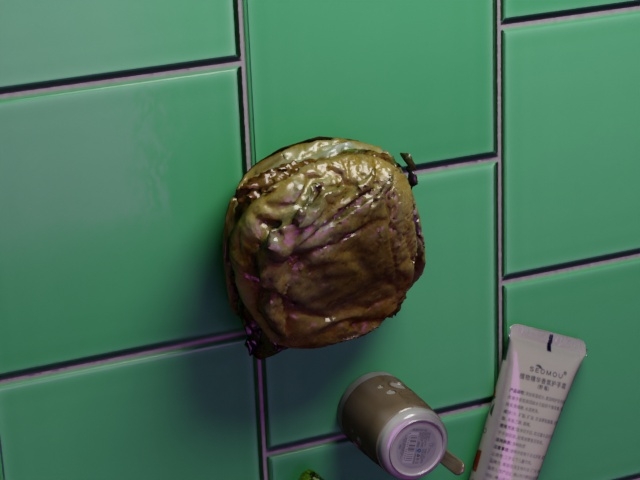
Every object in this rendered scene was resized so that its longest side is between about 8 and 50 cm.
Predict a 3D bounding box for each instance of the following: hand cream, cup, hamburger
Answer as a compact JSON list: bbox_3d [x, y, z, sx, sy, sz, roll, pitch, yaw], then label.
[{"bbox_3d":[0.184,0.220,1.716,0.095,0.059,0.276,16,95,-27],"label":"hand cream"},{"bbox_3d":[0.074,0.184,1.624,0.074,0.099,0.102,-34,117,-10],"label":"cup"},{"bbox_3d":[0.000,0.000,1.531,0.183,0.130,0.206,-19,133,-16],"label":"hamburger"}]

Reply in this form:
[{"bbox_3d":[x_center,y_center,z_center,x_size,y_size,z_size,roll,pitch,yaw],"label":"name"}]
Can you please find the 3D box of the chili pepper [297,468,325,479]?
[{"bbox_3d":[-0.040,0.264,1.640,0.118,0.035,0.055,-32,105,-1],"label":"chili pepper"}]
